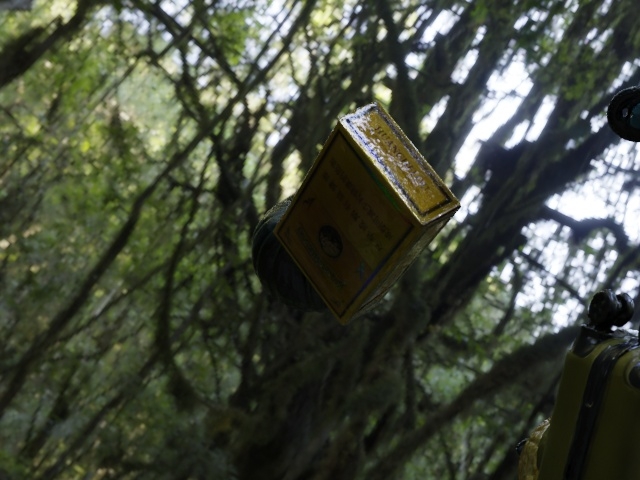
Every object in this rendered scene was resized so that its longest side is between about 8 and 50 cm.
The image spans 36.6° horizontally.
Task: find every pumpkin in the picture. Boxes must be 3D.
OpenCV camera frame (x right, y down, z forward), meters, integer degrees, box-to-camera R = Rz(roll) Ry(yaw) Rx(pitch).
[{"bbox_3d":[0.000,0.000,1.683,0.249,0.250,0.216,16,-47,29],"label":"pumpkin"}]

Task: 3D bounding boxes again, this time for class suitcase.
[{"bbox_3d":[0.275,0.167,0.752,0.193,0.235,0.143,9,10,-19],"label":"suitcase"}]

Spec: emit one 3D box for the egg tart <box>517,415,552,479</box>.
[{"bbox_3d":[0.298,0.262,1.009,0.202,0.203,0.147,35,0,-2],"label":"egg tart"}]

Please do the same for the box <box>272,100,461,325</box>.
[{"bbox_3d":[0.056,-0.030,1.404,0.193,0.084,0.301,54,-34,15],"label":"box"}]

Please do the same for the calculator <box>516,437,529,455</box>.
[{"bbox_3d":[0.431,0.316,1.597,0.161,0.021,0.261,-35,-27,22],"label":"calculator"}]

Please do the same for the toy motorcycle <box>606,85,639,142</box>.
[{"bbox_3d":[0.500,-0.128,1.180,0.272,0.124,0.182,37,-50,-7],"label":"toy motorcycle"}]
